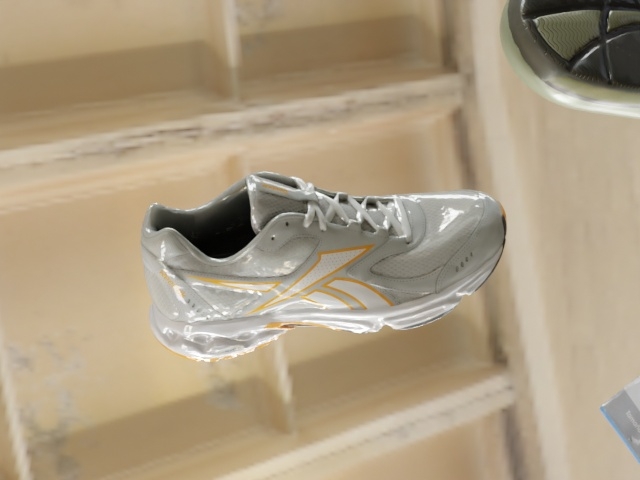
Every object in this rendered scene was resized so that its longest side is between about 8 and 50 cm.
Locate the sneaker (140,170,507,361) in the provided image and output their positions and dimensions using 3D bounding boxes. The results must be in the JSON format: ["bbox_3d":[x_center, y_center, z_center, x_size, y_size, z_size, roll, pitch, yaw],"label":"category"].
[{"bbox_3d":[0.000,0.000,1.246,0.099,0.262,0.121,-107,3,-50],"label":"sneaker"}]

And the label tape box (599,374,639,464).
[{"bbox_3d":[0.461,0.148,1.581,0.249,0.348,0.115,57,-165,26],"label":"label tape box"}]

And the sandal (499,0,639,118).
[{"bbox_3d":[0.225,-0.094,1.087,0.303,0.086,0.120,10,-131,-27],"label":"sandal"}]
